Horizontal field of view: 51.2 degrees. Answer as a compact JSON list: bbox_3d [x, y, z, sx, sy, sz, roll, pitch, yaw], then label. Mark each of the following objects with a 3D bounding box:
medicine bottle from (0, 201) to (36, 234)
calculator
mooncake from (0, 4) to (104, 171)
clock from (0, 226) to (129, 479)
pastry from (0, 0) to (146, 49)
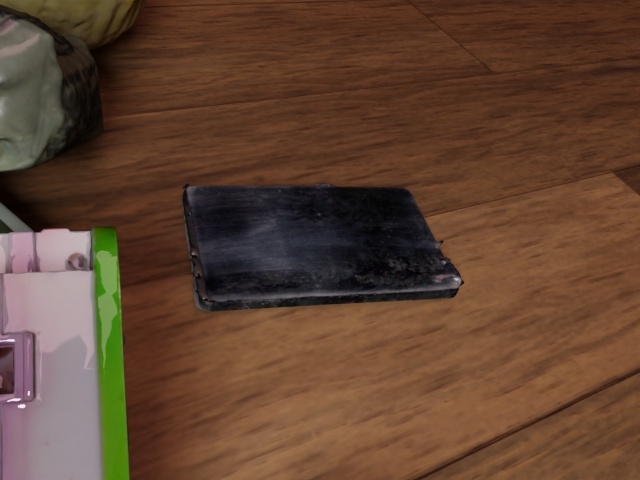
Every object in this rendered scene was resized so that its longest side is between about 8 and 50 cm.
[{"bbox_3d":[-0.245,0.046,0.483,0.228,0.083,0.121,36,49,19],"label":"medicine bottle"},{"bbox_3d":[0.000,0.000,0.659,0.261,0.021,0.161,0,44,-19],"label":"calculator"},{"bbox_3d":[-0.318,-0.135,0.555,0.249,0.136,0.254,-1,15,-13],"label":"mooncake"},{"bbox_3d":[-0.247,0.122,0.305,0.309,0.166,0.235,-1,73,-20],"label":"clock"},{"bbox_3d":[-0.362,-0.378,0.725,0.388,0.313,0.389,10,40,-9],"label":"pastry"}]
